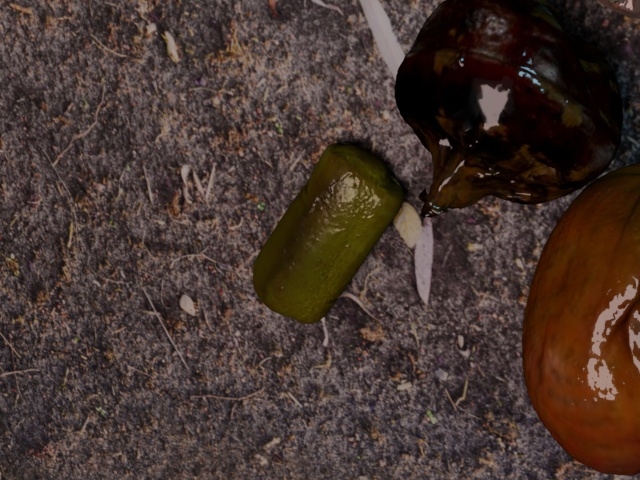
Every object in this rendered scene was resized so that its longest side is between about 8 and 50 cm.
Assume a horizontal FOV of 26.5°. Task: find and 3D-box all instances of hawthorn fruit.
[{"bbox_3d":[0.500,0.108,1.893,0.471,0.472,0.472,16,124,24],"label":"hawthorn fruit"}]

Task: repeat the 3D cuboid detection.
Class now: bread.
[{"bbox_3d":[0.000,0.000,2.350,0.166,0.112,0.383,40,130,7],"label":"bread"}]

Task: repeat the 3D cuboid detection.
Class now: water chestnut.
[{"bbox_3d":[0.253,-0.169,1.939,0.335,0.347,0.335,28,161,11],"label":"water chestnut"}]

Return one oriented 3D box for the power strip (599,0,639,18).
[{"bbox_3d":[0.443,-0.359,1.828,0.154,0.154,0.078,22,128,20],"label":"power strip"}]
